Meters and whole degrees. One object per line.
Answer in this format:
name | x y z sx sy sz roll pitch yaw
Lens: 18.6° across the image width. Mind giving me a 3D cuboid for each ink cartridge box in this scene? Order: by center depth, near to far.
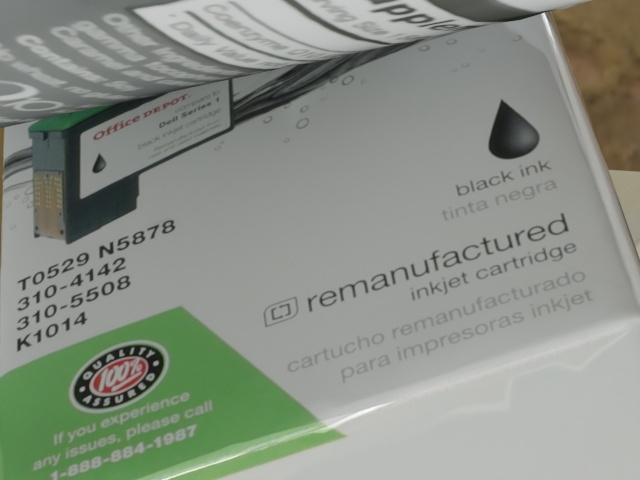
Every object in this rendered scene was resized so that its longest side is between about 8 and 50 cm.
ink cartridge box | 0.000 0.000 0.532 0.160 0.093 0.219 -19 -139 7

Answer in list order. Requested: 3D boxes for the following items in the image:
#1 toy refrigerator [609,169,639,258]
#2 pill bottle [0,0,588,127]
toy refrigerator | 0.160 0.067 1.259 0.094 0.102 0.269 5 -145 40
pill bottle | -0.026 -0.141 0.432 0.363 0.210 0.210 -9 -145 31
